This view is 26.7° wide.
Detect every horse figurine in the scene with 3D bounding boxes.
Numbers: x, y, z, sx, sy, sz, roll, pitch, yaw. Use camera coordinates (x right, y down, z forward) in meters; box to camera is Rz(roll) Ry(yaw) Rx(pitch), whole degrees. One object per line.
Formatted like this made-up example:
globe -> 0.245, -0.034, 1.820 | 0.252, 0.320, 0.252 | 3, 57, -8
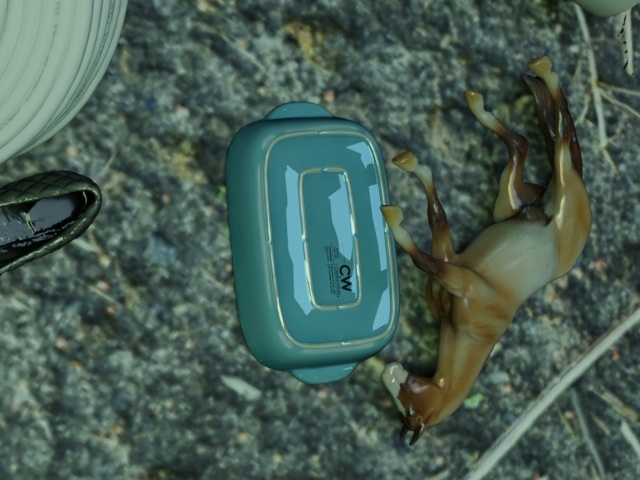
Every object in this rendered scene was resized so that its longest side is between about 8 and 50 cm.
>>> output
horse figurine -> 0.118, -0.009, 0.902 | 0.263, 0.066, 0.174 | -45, 124, -34

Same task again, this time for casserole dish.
casserole dish -> 0.000, 0.000, 0.881 | 0.114, 0.037, 0.188 | -5, 88, -23

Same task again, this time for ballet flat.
ballet flat -> -0.207, 0.003, 0.784 | 0.173, 0.049, 0.057 | -31, 97, -23

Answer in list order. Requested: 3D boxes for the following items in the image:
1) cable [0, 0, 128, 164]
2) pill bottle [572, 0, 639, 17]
cable -> -0.224, -0.144, 0.680 | 0.257, 0.089, 0.257 | -20, 112, 12
pill bottle -> 0.116, -0.279, 0.890 | 0.283, 0.160, 0.160 | 31, 74, -18
